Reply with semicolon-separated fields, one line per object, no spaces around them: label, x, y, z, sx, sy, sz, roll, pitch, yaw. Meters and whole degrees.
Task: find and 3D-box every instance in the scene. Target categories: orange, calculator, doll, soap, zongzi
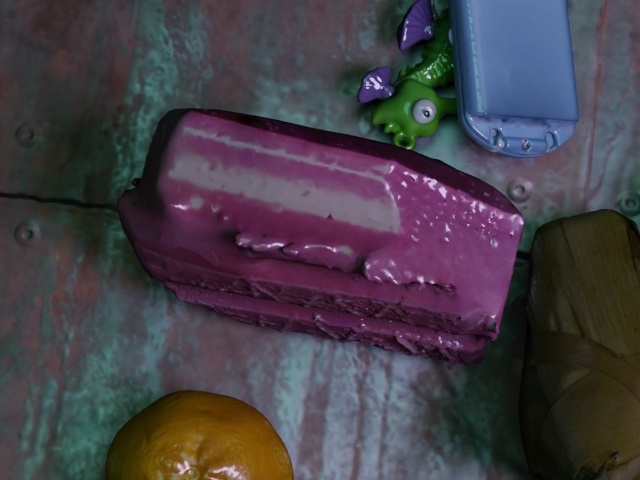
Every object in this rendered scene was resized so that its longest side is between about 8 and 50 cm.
orange;-0.101;0.200;1.196;0.159;0.136;0.159;0;77;-1
calculator;0.172;-0.177;1.306;0.121;0.039;0.210;1;78;-28
doll;0.113;-0.160;1.327;0.115;0.050;0.190;31;74;-1
soap;0.000;0.000;1.208;0.325;0.220;0.127;10;68;5
zongzi;0.210;0.082;1.138;0.123;0.289;0.260;-4;76;14
